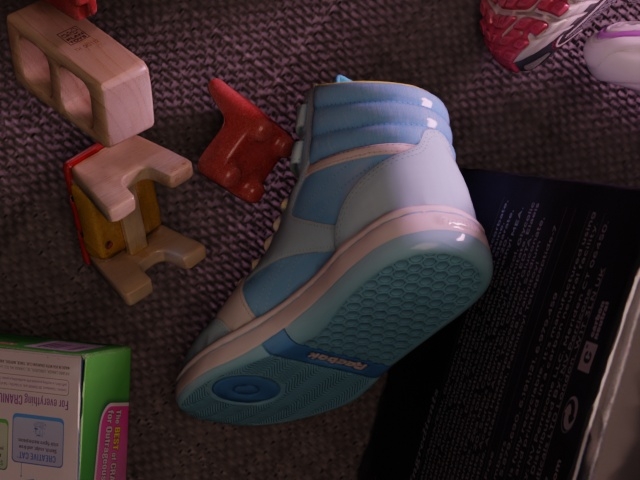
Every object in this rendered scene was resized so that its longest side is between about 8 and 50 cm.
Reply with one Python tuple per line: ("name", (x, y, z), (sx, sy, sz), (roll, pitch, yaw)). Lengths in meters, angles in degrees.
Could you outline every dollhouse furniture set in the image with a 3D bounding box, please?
("dollhouse furniture set", (-0.128, -0.168, 1.373), (0.201, 0.152, 0.374), (-32, 138, -26))

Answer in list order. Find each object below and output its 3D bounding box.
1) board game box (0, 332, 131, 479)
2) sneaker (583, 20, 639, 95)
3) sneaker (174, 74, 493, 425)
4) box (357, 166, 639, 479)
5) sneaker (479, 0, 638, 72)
("board game box", (-0.260, 0.225, 1.377), (0.242, 0.064, 0.317), (5, 94, 25))
("sneaker", (0.336, -0.085, 1.494), (0.305, 0.114, 0.152), (15, 96, -23))
("sneaker", (0.000, 0.000, 1.426), (0.127, 0.319, 0.208), (20, 51, -36))
("box", (0.330, 0.153, 1.343), (0.480, 0.472, 0.297), (16, 89, -12))
("sneaker", (0.251, -0.238, 1.485), (0.299, 0.121, 0.112), (-44, 127, 2))
